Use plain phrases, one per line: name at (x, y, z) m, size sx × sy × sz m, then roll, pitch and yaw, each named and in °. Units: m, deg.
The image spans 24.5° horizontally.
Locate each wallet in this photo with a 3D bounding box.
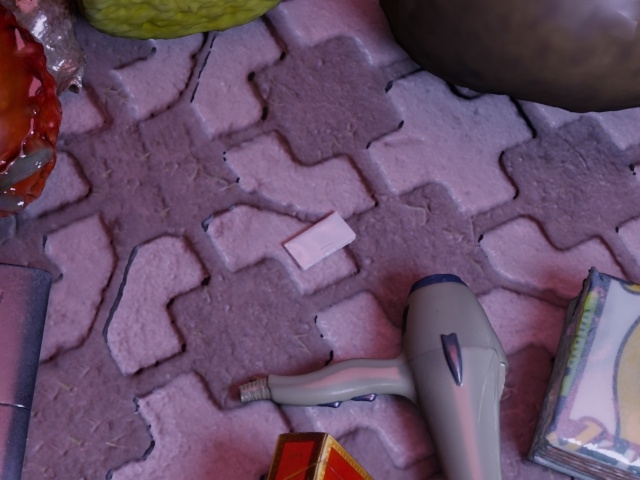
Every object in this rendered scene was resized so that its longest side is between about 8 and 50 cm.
wallet at (0.000, 0.000, 1.790) m, size 0.083 × 0.011 × 0.044 m, roll -32°, pitch 74°, yaw -20°

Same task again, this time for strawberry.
strawberry at (-0.429, -0.164, 1.726) m, size 0.265 × 0.149 × 0.336 m, roll -22°, pitch 69°, yaw 6°

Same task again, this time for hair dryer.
hair dryer at (0.098, 0.214, 1.661) m, size 0.298 × 0.119 × 0.296 m, roll -28°, pitch 65°, yaw -6°

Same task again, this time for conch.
conch at (-0.361, -0.262, 1.825) m, size 0.155 × 0.130 × 0.207 m, roll -28°, pitch 89°, yaw 24°

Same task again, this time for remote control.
remote control at (-0.376, 0.204, 1.631) m, size 0.107 × 0.044 × 0.377 m, roll 8°, pitch 66°, yaw -9°

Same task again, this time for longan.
longan at (0.288, -0.351, 1.775) m, size 0.436 × 0.404 × 0.404 m, roll 16°, pitch 65°, yaw 2°

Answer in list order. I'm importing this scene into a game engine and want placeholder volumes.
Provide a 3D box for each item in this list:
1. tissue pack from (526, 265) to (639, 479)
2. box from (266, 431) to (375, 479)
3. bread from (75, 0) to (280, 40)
tissue pack at (0.417, 0.192, 1.696) m, size 0.311 × 0.128 × 0.228 m, roll 20°, pitch 67°, yaw 2°
box at (-0.010, 0.340, 1.543) m, size 0.074 × 0.153 × 0.240 m, roll -9°, pitch 51°, yaw 34°
bread at (-0.184, -0.425, 1.780) m, size 0.348 × 0.348 × 0.308 m, roll -7°, pitch 72°, yaw -11°
